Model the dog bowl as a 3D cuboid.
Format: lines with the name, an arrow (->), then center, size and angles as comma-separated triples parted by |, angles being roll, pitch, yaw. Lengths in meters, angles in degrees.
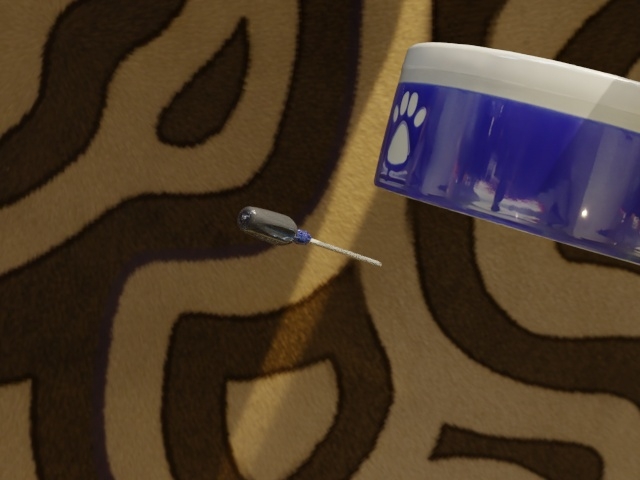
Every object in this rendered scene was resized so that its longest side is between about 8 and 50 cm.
dog bowl -> 0.175, -0.053, 0.732 | 0.264, 0.265, 0.104 | 15, 94, -17

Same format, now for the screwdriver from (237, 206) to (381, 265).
screwdriver -> 0.000, 0.000, 0.812 | 0.170, 0.024, 0.025 | 14, 132, -45
